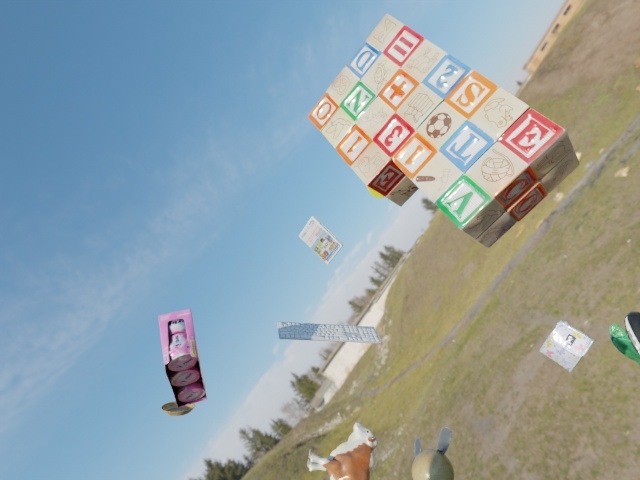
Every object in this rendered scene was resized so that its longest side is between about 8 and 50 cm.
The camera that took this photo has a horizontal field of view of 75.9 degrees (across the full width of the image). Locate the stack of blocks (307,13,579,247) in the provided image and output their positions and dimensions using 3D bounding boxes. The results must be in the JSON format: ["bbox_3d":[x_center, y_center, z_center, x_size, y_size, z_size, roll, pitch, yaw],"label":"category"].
[{"bbox_3d":[0.126,-0.129,0.509,0.087,0.297,0.171,20,-62,-48],"label":"stack of blocks"}]

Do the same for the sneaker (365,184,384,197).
[{"bbox_3d":[0.085,-0.146,0.735,0.053,0.144,0.059,-23,9,25],"label":"sneaker"}]

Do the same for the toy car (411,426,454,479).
[{"bbox_3d":[0.244,0.495,0.848,0.155,0.148,0.189,-38,30,30],"label":"toy car"}]

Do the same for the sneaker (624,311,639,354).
[{"bbox_3d":[0.828,0.279,0.932,0.107,0.284,0.124,14,-43,-34],"label":"sneaker"}]

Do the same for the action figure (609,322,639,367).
[{"bbox_3d":[0.937,0.318,1.204,0.064,0.232,0.137,-57,9,-19],"label":"action figure"}]

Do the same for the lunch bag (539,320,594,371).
[{"bbox_3d":[0.508,0.215,0.848,0.053,0.071,0.083,-21,-43,-41],"label":"lunch bag"}]

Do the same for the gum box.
[{"bbox_3d":[-0.268,0.230,0.805,0.062,0.107,0.189,-10,-42,-18],"label":"gum box"}]

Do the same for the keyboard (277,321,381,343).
[{"bbox_3d":[0.021,0.229,1.021,0.072,0.255,0.014,-121,38,-72],"label":"keyboard"}]

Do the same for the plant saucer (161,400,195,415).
[{"bbox_3d":[-0.364,0.431,1.050,0.083,0.083,0.015,18,-106,-77],"label":"plant saucer"}]

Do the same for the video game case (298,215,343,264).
[{"bbox_3d":[0.000,0.000,1.176,0.011,0.122,0.087,-32,-17,-51],"label":"video game case"}]

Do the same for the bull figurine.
[{"bbox_3d":[0.054,0.643,1.082,0.101,0.188,0.311,96,-179,-66],"label":"bull figurine"}]
